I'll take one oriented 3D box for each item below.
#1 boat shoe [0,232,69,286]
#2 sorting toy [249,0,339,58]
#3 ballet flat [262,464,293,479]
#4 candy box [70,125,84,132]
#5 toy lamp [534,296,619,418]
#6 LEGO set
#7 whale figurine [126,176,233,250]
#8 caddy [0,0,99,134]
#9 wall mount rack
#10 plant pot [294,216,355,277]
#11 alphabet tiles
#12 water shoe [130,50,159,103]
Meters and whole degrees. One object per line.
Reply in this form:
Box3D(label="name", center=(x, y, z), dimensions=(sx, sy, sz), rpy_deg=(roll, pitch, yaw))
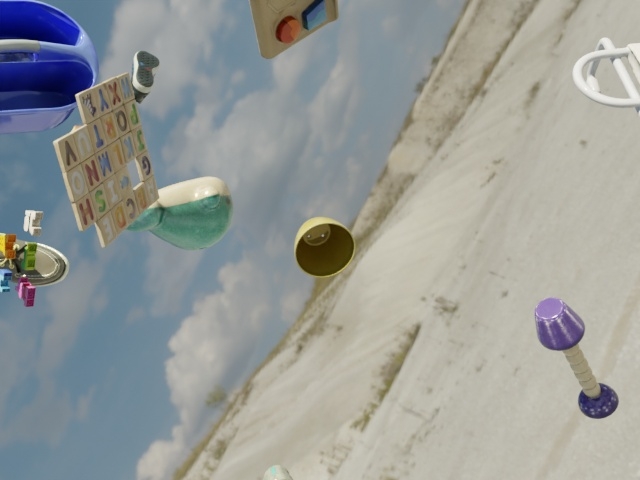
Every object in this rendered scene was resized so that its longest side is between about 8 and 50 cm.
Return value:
Box3D(label="boat shoe", center=(-0.758, 0.040, 1.721), dimensions=(0.091, 0.305, 0.109), rpy_deg=(65, -142, -76))
Box3D(label="sorting toy", center=(-0.059, -0.582, 1.652), dimensions=(0.229, 0.041, 0.307), rpy_deg=(-33, -32, -17))
Box3D(label="ballet flat", center=(-0.057, 0.507, 1.332), dimensions=(0.068, 0.072, 0.213), rpy_deg=(-131, 26, -65))
Box3D(label="candy box", center=(-0.628, -0.272, 1.965), dimensions=(0.186, 0.109, 0.053), rpy_deg=(-122, 34, -67))
Box3D(label="toy lamp", center=(0.426, 0.198, 1.204), dimensions=(0.274, 0.080, 0.080), rpy_deg=(55, -133, -33))
Box3D(label="LEGO set", center=(-0.705, 0.032, 1.643), dimensions=(0.087, 0.093, 0.227), rpy_deg=(-1, -72, -46))
Box3D(label="whale figurine", center=(-0.287, -0.042, 1.455), dimensions=(0.272, 0.216, 0.141), rpy_deg=(-20, -87, -64))
Box3D(label="caddy", center=(-0.610, -0.342, 1.395), dimensions=(0.341, 0.241, 0.179), rpy_deg=(-13, -8, -36))
Box3D(label="wall mount rack", center=(0.521, -0.159, 0.985), dimensions=(0.130, 0.350, 0.304), rpy_deg=(87, 177, -55))
Box3D(label="plant pot", center=(0.000, 0.000, 1.576), dimensions=(0.095, 0.134, 0.134), rpy_deg=(-116, 40, -59))
Box3D(label="alphabet tiles", center=(-0.288, -0.111, 0.984), dimensions=(0.237, 0.009, 0.198), rpy_deg=(-68, -28, -65))
Box3D(label="water shoe", center=(-0.498, -0.454, 1.984), dimensions=(0.080, 0.073, 0.203), rpy_deg=(-50, 26, 30))
